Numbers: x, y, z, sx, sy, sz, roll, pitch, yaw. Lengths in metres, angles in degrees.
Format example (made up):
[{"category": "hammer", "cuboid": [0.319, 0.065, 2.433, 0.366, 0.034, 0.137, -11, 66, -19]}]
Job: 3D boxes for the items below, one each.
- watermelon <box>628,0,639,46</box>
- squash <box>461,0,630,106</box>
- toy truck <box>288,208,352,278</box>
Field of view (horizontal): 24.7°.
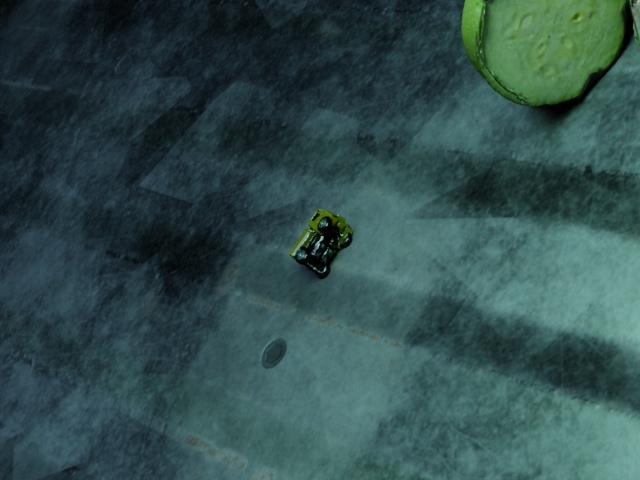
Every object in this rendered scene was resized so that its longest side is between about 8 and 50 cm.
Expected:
[{"category": "watermelon", "cuboid": [0.399, -0.362, 1.670, 0.193, 0.231, 0.310, 18, 49, 18]}, {"category": "squash", "cuboid": [0.251, -0.277, 1.741, 0.220, 0.220, 0.133, -53, 40, -1]}, {"category": "toy truck", "cuboid": [0.000, 0.000, 1.921, 0.083, 0.049, 0.054, -55, 35, -2]}]
